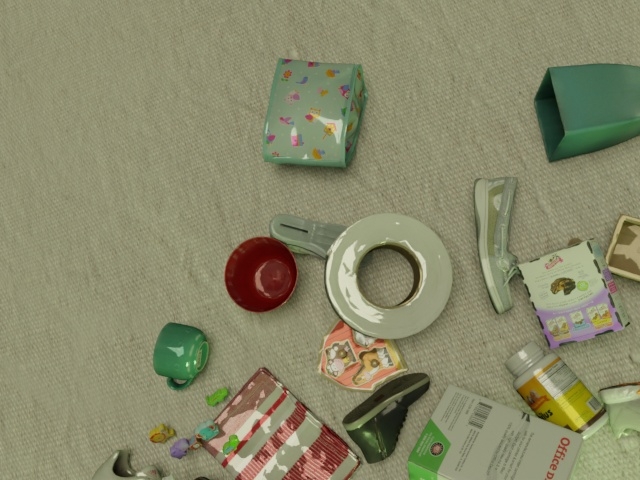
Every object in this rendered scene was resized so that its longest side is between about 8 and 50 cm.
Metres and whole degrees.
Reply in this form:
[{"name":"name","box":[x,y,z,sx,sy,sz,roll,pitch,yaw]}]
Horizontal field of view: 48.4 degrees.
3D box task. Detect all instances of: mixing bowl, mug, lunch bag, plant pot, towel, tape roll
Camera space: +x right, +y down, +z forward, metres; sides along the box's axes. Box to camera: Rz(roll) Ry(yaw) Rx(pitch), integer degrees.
[{"name":"mixing bowl","box":[-0.130,0.088,1.708,0.182,0.098,0.181,-3,79,14]},{"name":"mug","box":[-0.324,0.275,1.704,0.098,0.157,0.129,9,54,12]},{"name":"lunch bag","box":[-0.015,-0.299,1.753,0.224,0.160,0.262,7,72,14]},{"name":"plant pot","box":[0.631,-0.300,1.607,0.235,0.165,0.165,-9,74,2]},{"name":"towel","box":[-0.097,0.483,1.637,0.329,0.037,0.237,40,88,19]},{"name":"tape roll","box":[0.148,0.081,1.611,0.287,0.100,0.285,0,84,-2]}]

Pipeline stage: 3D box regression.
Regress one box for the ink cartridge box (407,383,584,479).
[{"name":"ink cartridge box","box":[0.350,0.446,1.428,0.289,0.121,0.211,18,49,28]}]

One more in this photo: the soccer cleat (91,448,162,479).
[{"name":"soccer cleat","box":[-0.385,0.607,1.628,0.331,0.116,0.143,30,86,19]}]

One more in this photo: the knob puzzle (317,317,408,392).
[{"name":"knob puzzle","box":[0.079,0.264,1.654,0.213,0.030,0.213,-3,76,12]}]

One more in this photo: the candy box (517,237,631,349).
[{"name":"candy box","box":[0.537,0.112,1.514,0.165,0.070,0.196,-24,81,36]}]

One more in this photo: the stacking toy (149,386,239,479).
[{"name":"stacking toy","box":[-0.291,0.453,1.631,0.221,0.052,0.167,-36,40,7]}]

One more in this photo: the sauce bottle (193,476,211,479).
[{"name":"sauce bottle","box":[-0.144,0.629,1.554,0.345,0.111,0.111,16,80,24]}]

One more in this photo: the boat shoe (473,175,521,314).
[{"name":"boat shoe","box":[0.407,0.005,1.602,0.103,0.118,0.320,-7,68,16]}]

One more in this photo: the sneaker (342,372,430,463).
[{"name":"sneaker","box":[0.165,0.392,1.588,0.222,0.083,0.118,-31,102,-12]}]

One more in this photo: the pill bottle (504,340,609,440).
[{"name":"pill bottle","box":[0.490,0.320,1.499,0.117,0.117,0.215,-39,71,1]}]

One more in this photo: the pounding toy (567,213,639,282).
[{"name":"pounding toy","box":[0.646,0.038,1.552,0.206,0.094,0.180,19,93,22]}]

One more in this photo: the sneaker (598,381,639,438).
[{"name":"sneaker","box":[0.701,0.339,1.426,0.263,0.099,0.120,-19,75,43]}]

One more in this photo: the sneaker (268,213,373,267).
[{"name":"sneaker","box":[0.000,0.000,1.713,0.258,0.091,0.094,21,76,-4]}]
